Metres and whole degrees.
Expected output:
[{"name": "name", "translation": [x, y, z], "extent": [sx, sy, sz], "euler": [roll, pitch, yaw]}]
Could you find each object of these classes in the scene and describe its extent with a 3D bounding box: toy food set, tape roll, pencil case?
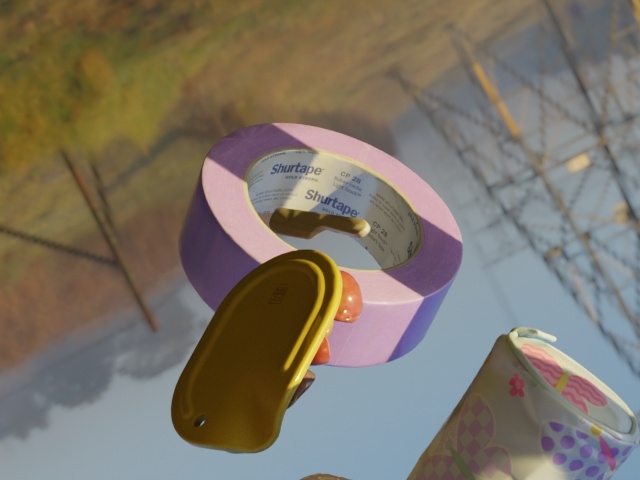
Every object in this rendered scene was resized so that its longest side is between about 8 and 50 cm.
[{"name": "toy food set", "translation": [-0.023, 0.081, 1.210], "extent": [0.128, 0.071, 0.218], "euler": [0, -128, 46]}, {"name": "tape roll", "translation": [0.000, 0.000, 1.591], "extent": [0.275, 0.275, 0.090], "euler": [-30, 152, -49]}, {"name": "pencil case", "translation": [0.096, 0.192, 1.077], "extent": [0.273, 0.113, 0.124], "euler": [-54, -141, 15]}]

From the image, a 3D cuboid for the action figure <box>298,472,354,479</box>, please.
[{"name": "action figure", "translation": [-0.044, 0.241, 0.686], "extent": [0.285, 0.185, 0.099], "euler": [-52, 164, 14]}]
